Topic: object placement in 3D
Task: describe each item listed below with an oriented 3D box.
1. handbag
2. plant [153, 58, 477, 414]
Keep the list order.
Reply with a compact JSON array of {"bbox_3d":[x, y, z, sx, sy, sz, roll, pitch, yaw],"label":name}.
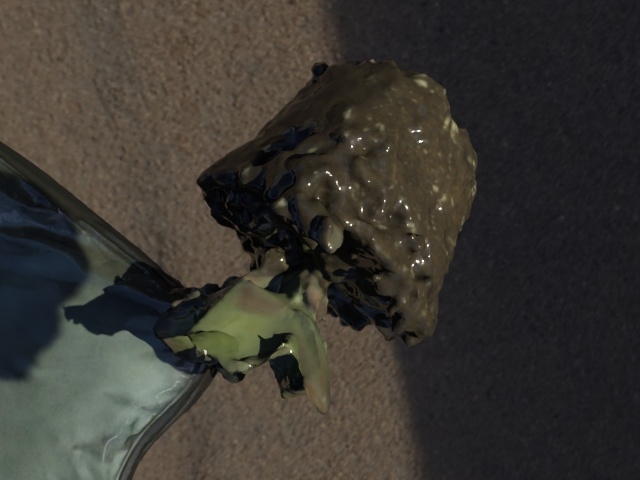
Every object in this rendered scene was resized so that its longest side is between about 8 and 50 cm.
[{"bbox_3d":[-0.218,0.046,0.662,0.332,0.075,0.191,35,91,14],"label":"handbag"},{"bbox_3d":[0.000,0.000,0.586,0.142,0.203,0.131,3,147,41],"label":"plant"}]
